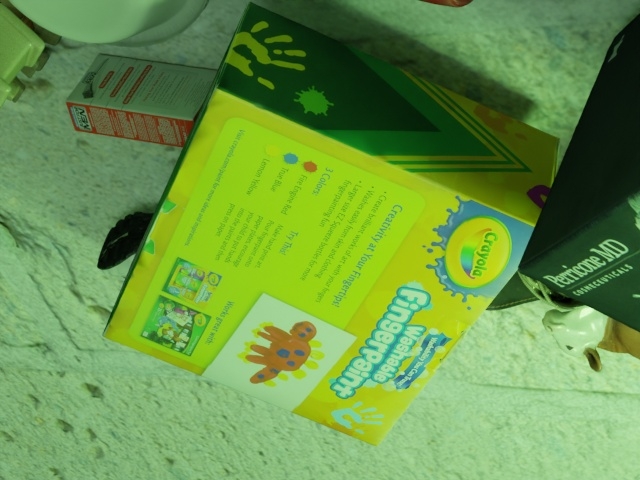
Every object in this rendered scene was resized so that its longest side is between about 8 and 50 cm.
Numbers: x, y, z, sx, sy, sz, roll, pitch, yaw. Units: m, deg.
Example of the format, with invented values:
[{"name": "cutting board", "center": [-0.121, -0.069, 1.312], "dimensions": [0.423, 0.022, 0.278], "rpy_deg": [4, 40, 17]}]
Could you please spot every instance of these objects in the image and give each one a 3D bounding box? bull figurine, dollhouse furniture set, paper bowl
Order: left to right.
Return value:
[{"name": "dollhouse furniture set", "center": [-0.415, -0.189, 1.544], "dimensions": [0.135, 0.262, 0.259], "rpy_deg": [36, 151, -11]}, {"name": "paper bowl", "center": [-0.241, -0.321, 1.422], "dimensions": [0.284, 0.148, 0.284], "rpy_deg": [14, 141, 12]}, {"name": "bull figurine", "center": [0.421, 0.091, 1.580], "dimensions": [0.310, 0.101, 0.188], "rpy_deg": [15, 136, 9]}]

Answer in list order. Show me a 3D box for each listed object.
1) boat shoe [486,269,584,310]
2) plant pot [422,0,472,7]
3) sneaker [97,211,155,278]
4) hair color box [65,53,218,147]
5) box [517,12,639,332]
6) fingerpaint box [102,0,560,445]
[{"name": "boat shoe", "center": [0.270, 0.003, 1.535], "dimensions": [0.132, 0.130, 0.355], "rpy_deg": [36, 140, -13]}, {"name": "plant pot", "center": [0.069, -0.321, 1.235], "dimensions": [0.174, 0.191, 0.191], "rpy_deg": [18, 142, 23]}, {"name": "sneaker", "center": [-0.178, 0.001, 1.807], "dimensions": [0.272, 0.100, 0.108], "rpy_deg": [-17, 140, 44]}, {"name": "hair color box", "center": [-0.206, -0.166, 1.621], "dimensions": [0.167, 0.093, 0.053], "rpy_deg": [11, 139, 17]}, {"name": "box", "center": [0.493, -0.044, 1.123], "dimensions": [0.472, 0.297, 0.480], "rpy_deg": [27, 162, -4]}, {"name": "fingerpaint box", "center": [0.000, 0.000, 1.542], "dimensions": [0.371, 0.163, 0.444], "rpy_deg": [23, 136, -7]}]
